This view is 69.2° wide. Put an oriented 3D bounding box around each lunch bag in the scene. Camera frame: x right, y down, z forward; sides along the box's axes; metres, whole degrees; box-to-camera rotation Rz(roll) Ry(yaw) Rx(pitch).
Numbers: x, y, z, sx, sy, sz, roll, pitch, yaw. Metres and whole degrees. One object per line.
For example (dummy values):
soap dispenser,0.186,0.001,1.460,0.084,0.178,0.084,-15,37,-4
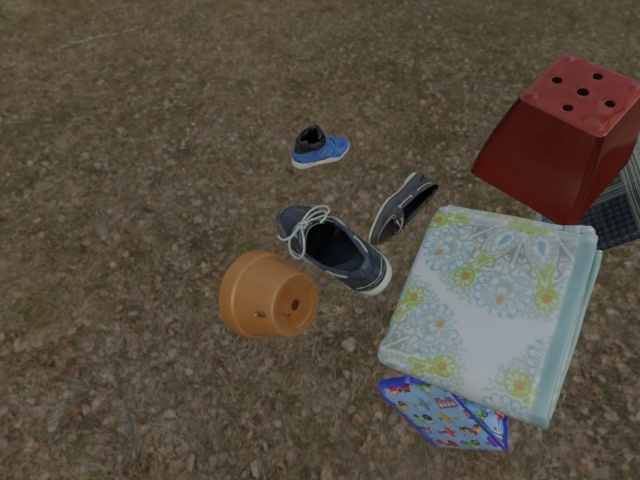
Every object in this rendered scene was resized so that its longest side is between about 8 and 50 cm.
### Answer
lunch bag,0.306,0.418,1.191,0.221,0.293,0.138,-23,38,45

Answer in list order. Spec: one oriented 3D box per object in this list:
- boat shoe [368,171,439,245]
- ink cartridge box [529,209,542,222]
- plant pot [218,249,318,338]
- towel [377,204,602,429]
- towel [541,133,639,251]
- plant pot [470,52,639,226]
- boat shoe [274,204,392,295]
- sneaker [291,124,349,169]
boat shoe,0.268,-0.100,1.474,0.096,0.112,0.335,23,55,26
ink cartridge box,0.777,-0.134,1.468,0.115,0.272,0.198,15,35,9
plant pot,-0.145,0.185,1.480,0.204,0.290,0.291,9,40,42
towel,0.320,0.116,0.888,0.321,0.090,0.374,14,71,36
towel,0.728,-0.111,1.195,0.056,0.312,0.324,32,50,-28
plant pot,0.535,-0.240,1.023,0.267,0.235,0.267,38,71,26
boat shoe,0.000,0.000,0.725,0.095,0.079,0.254,-50,47,1
sneaker,0.007,-0.216,1.020,0.152,0.084,0.058,-22,59,-26
